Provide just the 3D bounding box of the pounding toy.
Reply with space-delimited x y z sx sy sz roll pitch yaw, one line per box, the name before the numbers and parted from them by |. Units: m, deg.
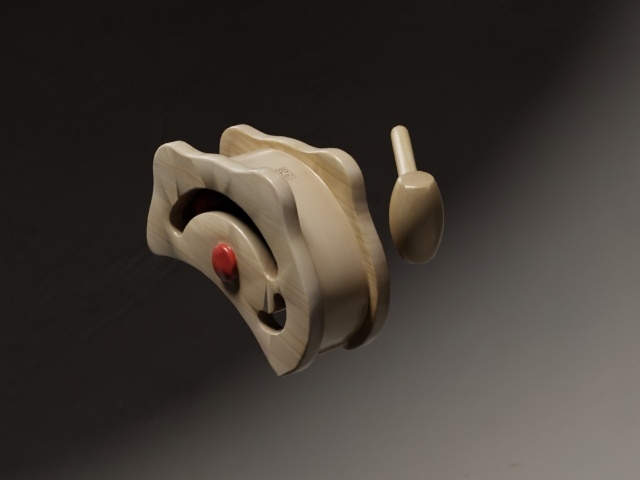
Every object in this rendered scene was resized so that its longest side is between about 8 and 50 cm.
pounding toy | 0.000 0.000 1.045 0.155 0.269 0.154 -18 114 -35
